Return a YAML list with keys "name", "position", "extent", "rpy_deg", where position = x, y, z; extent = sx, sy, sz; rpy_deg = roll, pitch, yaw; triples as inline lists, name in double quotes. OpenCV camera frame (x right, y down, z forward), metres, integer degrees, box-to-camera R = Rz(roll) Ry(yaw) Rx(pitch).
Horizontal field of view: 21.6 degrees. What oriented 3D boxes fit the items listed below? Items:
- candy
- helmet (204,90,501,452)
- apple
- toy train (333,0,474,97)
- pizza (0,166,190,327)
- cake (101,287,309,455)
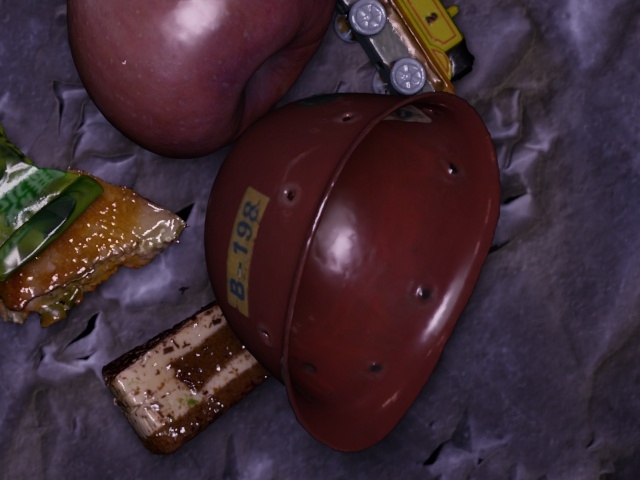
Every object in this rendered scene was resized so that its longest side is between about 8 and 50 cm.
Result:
- name: "candy"
  position: [-0.362, -0.076, 1.810]
  extent: [0.246, 0.069, 0.149]
  rpy_deg: [43, 78, 15]
- name: "helmet"
  position: [0.000, 0.000, 1.767]
  extent: [0.230, 0.337, 0.385]
  rpy_deg: [24, 116, 33]
- name: "apple"
  position: [-0.130, -0.239, 1.720]
  extent: [0.235, 0.306, 0.306]
  rpy_deg: [39, 93, 10]
- name: "toy train"
  position: [0.096, -0.231, 1.830]
  extent: [0.127, 0.089, 0.219]
  rpy_deg: [-35, 97, -10]
- name: "pizza"
  position: [-0.267, -0.002, 1.845]
  extent: [0.226, 0.069, 0.147]
  rpy_deg: [-31, 74, -5]
- name: "cake"
  position: [-0.114, 0.131, 1.832]
  extent: [0.246, 0.135, 0.112]
  rpy_deg: [-32, 96, 0]
